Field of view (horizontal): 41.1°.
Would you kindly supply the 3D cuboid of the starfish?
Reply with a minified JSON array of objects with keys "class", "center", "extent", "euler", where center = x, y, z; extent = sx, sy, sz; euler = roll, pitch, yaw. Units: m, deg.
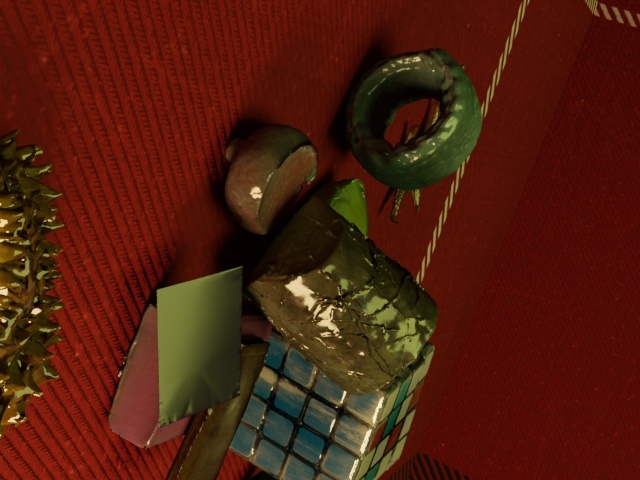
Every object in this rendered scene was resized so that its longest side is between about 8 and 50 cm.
[{"class":"starfish","center":[0.193,-0.165,1.748],"extent":[0.138,0.050,0.247],"euler":[-24,127,-58]}]

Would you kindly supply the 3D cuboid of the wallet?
[{"class":"wallet","center":[-0.143,0.254,1.197],"extent":[0.255,0.031,0.137],"euler":[-65,161,1]}]

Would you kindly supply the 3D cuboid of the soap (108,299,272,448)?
[{"class":"soap","center":[-0.173,0.177,1.200],"extent":[0.259,0.081,0.181],"euler":[8,105,-68]}]

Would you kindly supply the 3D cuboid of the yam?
[{"class":"yam","center":[0.032,0.078,1.257],"extent":[0.201,0.271,0.202],"euler":[-27,-153,51]}]

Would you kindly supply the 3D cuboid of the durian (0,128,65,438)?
[{"class":"durian","center":[-0.291,0.068,0.773],"extent":[0.191,0.112,0.341],"euler":[2,108,-65]}]

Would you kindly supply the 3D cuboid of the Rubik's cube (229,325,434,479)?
[{"class":"Rubik's cube","center":[0.019,0.278,1.513],"extent":[0.253,0.259,0.256],"euler":[-19,130,-60]}]

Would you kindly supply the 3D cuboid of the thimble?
[{"class":"thimble","center":[0.152,-0.204,1.395],"extent":[0.235,0.198,0.143],"euler":[-48,154,2]}]

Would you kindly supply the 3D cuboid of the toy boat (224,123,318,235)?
[{"class":"toy boat","center":[-0.077,-0.090,1.178],"extent":[0.155,0.085,0.227],"euler":[-56,169,-2]}]

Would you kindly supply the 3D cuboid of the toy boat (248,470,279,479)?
[{"class":"toy boat","center":[-0.134,0.552,1.615],"extent":[0.296,0.114,0.122],"euler":[-55,135,-25]}]

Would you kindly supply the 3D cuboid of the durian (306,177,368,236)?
[{"class":"durian","center":[0.000,0.000,1.404],"extent":[0.139,0.101,0.250],"euler":[49,61,-26]}]

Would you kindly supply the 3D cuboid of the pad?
[{"class":"pad","center":[-0.150,0.133,1.075],"extent":[0.127,0.004,0.190],"euler":[-15,117,-40]}]
